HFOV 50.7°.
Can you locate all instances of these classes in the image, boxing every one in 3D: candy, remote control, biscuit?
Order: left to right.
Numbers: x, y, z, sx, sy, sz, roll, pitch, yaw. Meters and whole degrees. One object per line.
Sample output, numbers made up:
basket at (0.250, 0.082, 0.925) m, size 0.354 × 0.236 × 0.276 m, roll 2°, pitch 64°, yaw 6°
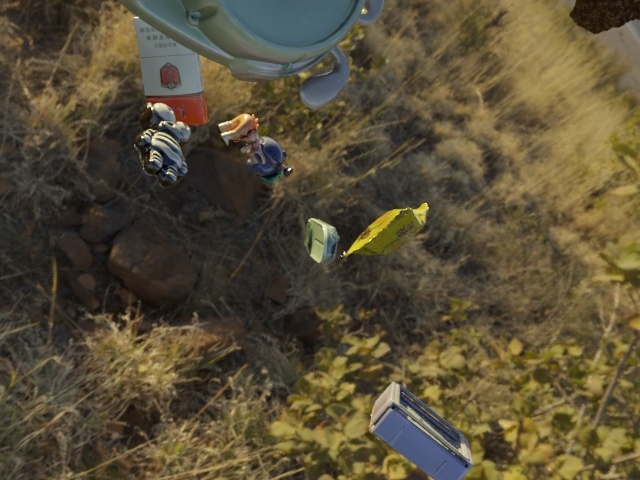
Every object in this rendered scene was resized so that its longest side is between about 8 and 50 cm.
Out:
remote control at (0.000, 0.000, 1.797) m, size 0.052 × 0.247 × 0.104 m, roll 3°, pitch 98°, yaw -12°
candy at (0.154, -0.016, 1.505) m, size 0.081 × 0.187 × 0.297 m, roll 53°, pitch 18°, yaw 7°
biscuit at (0.454, -0.373, 0.947) m, size 0.131 × 0.237 × 0.026 m, roll 36°, pitch 59°, yaw 12°

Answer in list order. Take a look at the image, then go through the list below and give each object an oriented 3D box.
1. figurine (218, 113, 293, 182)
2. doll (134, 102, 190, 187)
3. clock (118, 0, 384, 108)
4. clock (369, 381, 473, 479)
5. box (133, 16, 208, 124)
figurine at (-0.150, -0.220, 1.628) m, size 0.195 × 0.102 × 0.111 m, roll 52°, pitch 15°, yaw -45°
doll at (-0.246, -0.155, 1.059) m, size 0.091 × 0.067 × 0.219 m, roll 41°, pitch 17°, yaw -31°
clock at (-0.033, -0.180, 0.434) m, size 0.191 × 0.062 × 0.151 m, roll 31°, pitch 80°, yaw -33°
clock at (0.190, 0.368, 1.282) m, size 0.193 × 0.073 × 0.144 m, roll 38°, pitch 7°, yaw 4°
box at (-0.338, -0.385, 1.535) m, size 0.035 × 0.139 × 0.245 m, roll -71°, pitch 159°, yaw -70°
